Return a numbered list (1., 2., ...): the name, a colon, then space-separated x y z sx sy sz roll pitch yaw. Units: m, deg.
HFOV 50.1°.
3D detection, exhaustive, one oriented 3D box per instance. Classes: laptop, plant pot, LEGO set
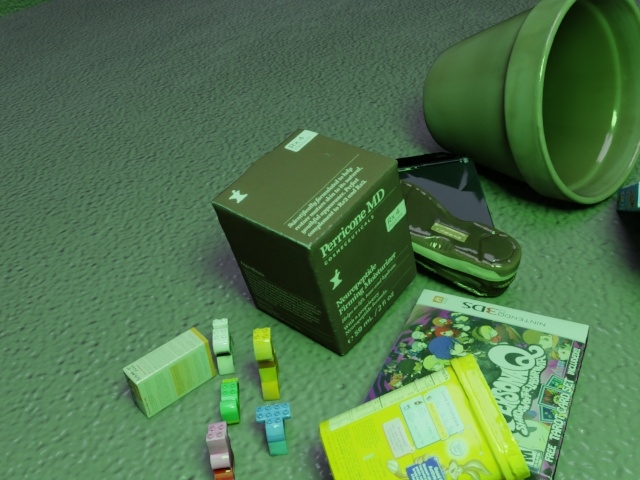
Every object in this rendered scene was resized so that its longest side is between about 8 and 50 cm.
1. laptop: 0.130 -0.058 1.114 0.234 0.137 0.264 -8 10 -4
2. plant pot: 0.330 -0.235 1.116 0.323 0.323 0.280 -32 28 -31
3. LEGO set: -0.082 0.158 0.778 0.087 0.093 0.227 -8 36 -3

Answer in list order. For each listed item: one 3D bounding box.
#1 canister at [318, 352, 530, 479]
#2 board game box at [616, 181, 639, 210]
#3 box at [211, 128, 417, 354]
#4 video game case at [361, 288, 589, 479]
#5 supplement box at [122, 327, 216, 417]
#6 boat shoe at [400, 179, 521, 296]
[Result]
1. canister: 0.095 0.200 0.664 0.170 0.073 0.126 -24 55 4
2. board game box: 0.505 -0.058 0.938 0.160 0.039 0.211 2 3 16
3. box: 0.000 0.000 0.872 0.167 0.203 0.168 25 57 35
4. video game case: 0.180 0.159 0.784 0.210 0.042 0.232 12 40 25
5. supplement box: -0.179 0.157 0.820 0.098 0.062 0.036 -29 43 -30
6. boat shoe: 0.149 0.002 0.954 0.257 0.095 0.095 33 60 28
